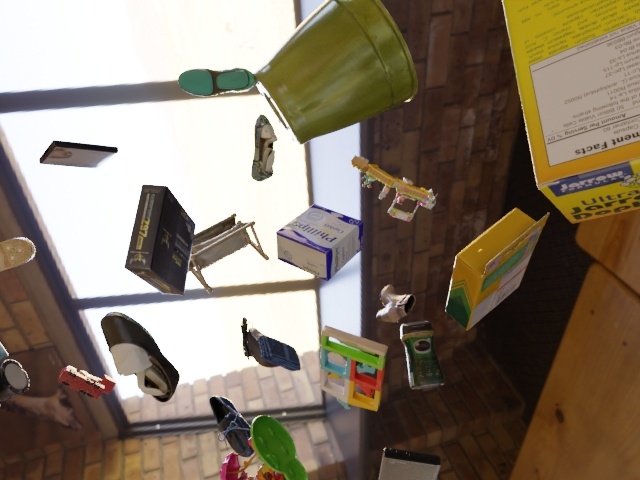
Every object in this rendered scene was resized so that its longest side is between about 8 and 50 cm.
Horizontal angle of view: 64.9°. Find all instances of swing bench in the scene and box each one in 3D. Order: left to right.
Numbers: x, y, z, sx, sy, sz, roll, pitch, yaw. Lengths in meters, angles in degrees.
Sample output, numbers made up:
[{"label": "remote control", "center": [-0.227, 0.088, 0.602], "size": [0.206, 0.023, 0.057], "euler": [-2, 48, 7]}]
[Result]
[{"label": "swing bench", "center": [-0.367, 0.027, 1.811], "size": [0.255, 0.253, 0.165], "euler": [25, 140, 52]}]

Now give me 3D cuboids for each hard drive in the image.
[{"label": "hard drive", "center": [0.150, 0.411, 0.873], "size": [0.022, 0.094, 0.135], "euler": [-75, -10, -54]}]

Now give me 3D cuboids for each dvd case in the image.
[{"label": "dvd case", "center": [-0.761, -0.265, 1.577], "size": [0.253, 0.181, 0.022], "euler": [-8, 84, 53]}]

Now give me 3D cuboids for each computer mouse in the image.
[{"label": "computer mouse", "center": [-0.249, 0.424, 1.969], "size": [0.272, 0.072, 0.188], "euler": [16, 118, 50]}]

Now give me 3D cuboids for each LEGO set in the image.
[{"label": "LEGO set", "center": [0.207, -0.145, 1.509], "size": [0.132, 0.287, 0.107], "euler": [-81, 16, -69]}]

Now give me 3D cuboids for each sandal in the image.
[{"label": "sandal", "center": [-0.738, 0.062, 1.067], "size": [0.088, 0.240, 0.079], "euler": [64, 174, -8]}]

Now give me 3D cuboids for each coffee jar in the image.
[{"label": "coffee jar", "center": [0.285, 0.321, 1.423], "size": [0.079, 0.096, 0.184], "euler": [91, 172, -68]}]

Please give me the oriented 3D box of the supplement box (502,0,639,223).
[{"label": "supplement box", "center": [0.408, -0.233, 0.726], "size": [0.194, 0.195, 0.356], "euler": [-15, 67, 36]}]

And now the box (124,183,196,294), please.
[{"label": "box", "center": [-0.340, 0.007, 1.099], "size": [0.232, 0.059, 0.183], "euler": [83, -168, -70]}]

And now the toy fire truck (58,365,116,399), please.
[{"label": "toy fire truck", "center": [-0.770, 0.465, 1.667], "size": [0.192, 0.047, 0.135], "euler": [39, 170, -26]}]

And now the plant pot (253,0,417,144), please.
[{"label": "plant pot", "center": [0.017, -0.458, 1.406], "size": [0.366, 0.353, 0.366], "euler": [57, 179, 2]}]

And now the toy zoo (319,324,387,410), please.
[{"label": "toy zoo", "center": [0.090, 0.391, 1.475], "size": [0.030, 0.193, 0.293], "euler": [-48, -33, -48]}]

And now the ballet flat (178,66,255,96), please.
[{"label": "ballet flat", "center": [-0.306, -0.479, 1.524], "size": [0.087, 0.248, 0.083], "euler": [-34, -54, -67]}]

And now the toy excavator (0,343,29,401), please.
[{"label": "toy excavator", "center": [-1.010, 0.278, 1.359], "size": [0.444, 0.223, 0.433], "euler": [61, 179, -8]}]

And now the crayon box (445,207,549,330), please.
[{"label": "crayon box", "center": [0.411, 0.062, 1.204], "size": [0.083, 0.203, 0.322], "euler": [45, 161, 30]}]

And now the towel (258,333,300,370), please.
[{"label": "towel", "center": [-0.093, 0.261, 1.171], "size": [0.119, 0.029, 0.067], "euler": [34, -154, -42]}]

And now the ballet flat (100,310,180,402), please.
[{"label": "ballet flat", "center": [-0.397, 0.273, 1.127], "size": [0.096, 0.096, 0.280], "euler": [-95, -15, -47]}]

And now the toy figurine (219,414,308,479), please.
[{"label": "toy figurine", "center": [-0.137, 0.491, 1.074], "size": [0.173, 0.159, 0.130], "euler": [50, -163, 10]}]

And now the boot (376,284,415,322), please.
[{"label": "boot", "center": [0.172, 0.135, 1.114], "size": [0.087, 0.042, 0.118], "euler": [-26, 30, 42]}]

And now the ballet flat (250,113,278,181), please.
[{"label": "ballet flat", "center": [-0.141, -0.247, 1.334], "size": [0.070, 0.070, 0.188], "euler": [150, 123, -78]}]

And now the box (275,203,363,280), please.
[{"label": "box", "center": [0.000, 0.000, 1.023], "size": [0.126, 0.137, 0.072], "euler": [21, 131, 28]}]

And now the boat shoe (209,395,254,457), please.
[{"label": "boat shoe", "center": [-0.303, 0.610, 1.649], "size": [0.258, 0.109, 0.089], "euler": [28, 167, 46]}]
